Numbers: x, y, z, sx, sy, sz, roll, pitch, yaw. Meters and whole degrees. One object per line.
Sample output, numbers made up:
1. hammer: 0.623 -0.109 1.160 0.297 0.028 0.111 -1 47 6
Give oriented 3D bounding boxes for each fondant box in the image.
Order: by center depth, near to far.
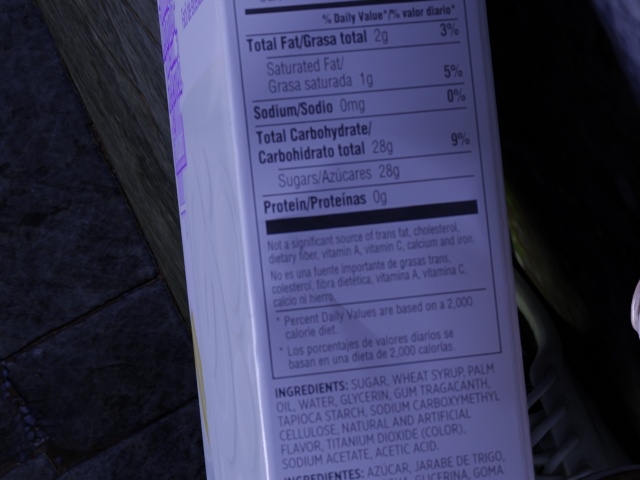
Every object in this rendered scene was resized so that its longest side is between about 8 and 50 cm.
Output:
1. fondant box: 0.000 0.000 0.685 0.238 0.096 0.330 170 96 -81

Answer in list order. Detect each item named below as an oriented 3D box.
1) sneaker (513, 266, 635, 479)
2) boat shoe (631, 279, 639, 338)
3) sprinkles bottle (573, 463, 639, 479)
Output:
1. sneaker: 0.095 0.100 0.831 0.258 0.094 0.091 57 175 31
2. boat shoe: 0.121 0.018 0.532 0.063 0.059 0.170 54 170 33
3. sprinkles bottle: 0.140 0.124 0.554 0.121 0.121 0.355 60 171 6
